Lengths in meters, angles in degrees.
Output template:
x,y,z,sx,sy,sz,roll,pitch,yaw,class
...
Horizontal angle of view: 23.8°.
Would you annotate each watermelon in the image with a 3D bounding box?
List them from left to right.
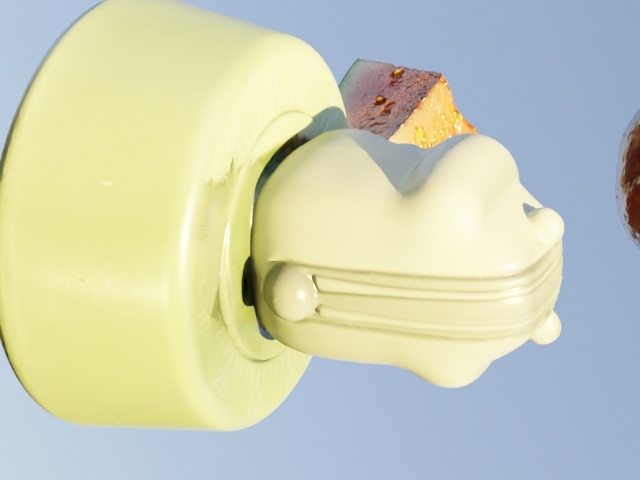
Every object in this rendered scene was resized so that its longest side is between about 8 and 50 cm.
x,y,z,sx,sy,sz,roll,pitch,yaw,class
0.100,-0.106,1.631,0.137,0.193,0.145,-22,-49,21,watermelon

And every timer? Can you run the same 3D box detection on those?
x,y,z,sx,sy,sz,roll,pitch,yaw,class
0.000,0.000,0.961,0.315,0.291,0.291,9,-48,21,timer

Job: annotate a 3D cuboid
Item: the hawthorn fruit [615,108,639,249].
x,y,z,sx,sy,sz,roll,pitch,yaw,class
0.490,-0.076,1.734,0.316,0.316,0.316,38,-32,30,hawthorn fruit
